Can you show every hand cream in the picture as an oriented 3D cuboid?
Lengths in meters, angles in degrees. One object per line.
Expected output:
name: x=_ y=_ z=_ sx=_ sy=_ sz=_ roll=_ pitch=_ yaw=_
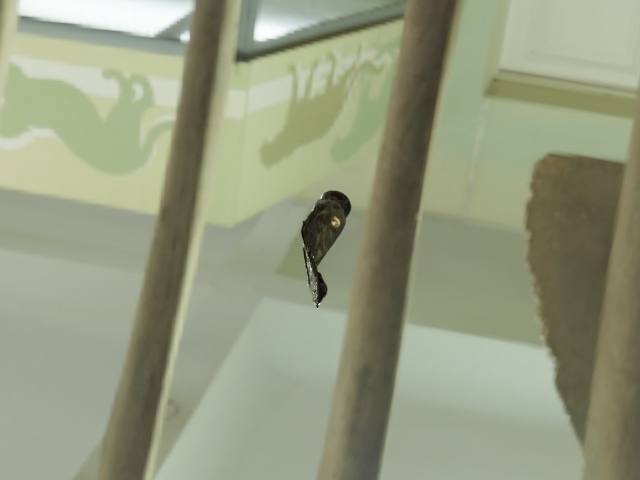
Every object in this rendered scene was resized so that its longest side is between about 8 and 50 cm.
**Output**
hand cream: x=0.000 y=0.000 z=1.074 sx=0.039 sy=0.062 sz=0.163 roll=1 pitch=-154 yaw=10
